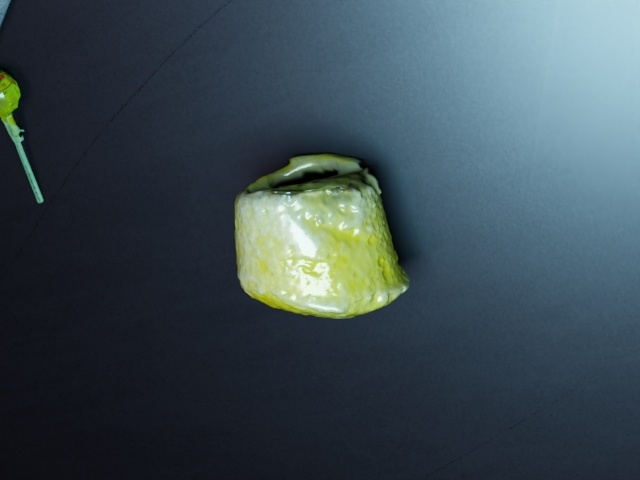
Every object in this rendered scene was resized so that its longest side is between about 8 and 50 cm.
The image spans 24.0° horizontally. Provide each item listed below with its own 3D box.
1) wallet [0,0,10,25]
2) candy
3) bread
[{"bbox_3d":[-0.471,-0.349,1.848,0.222,0.036,0.167,33,125,5],"label":"wallet"},{"bbox_3d":[-0.392,-0.130,1.923,0.058,0.062,0.194,-23,121,-12],"label":"candy"},{"bbox_3d":[-0.001,0.001,1.718,0.197,0.197,0.170,2,110,25],"label":"bread"}]
